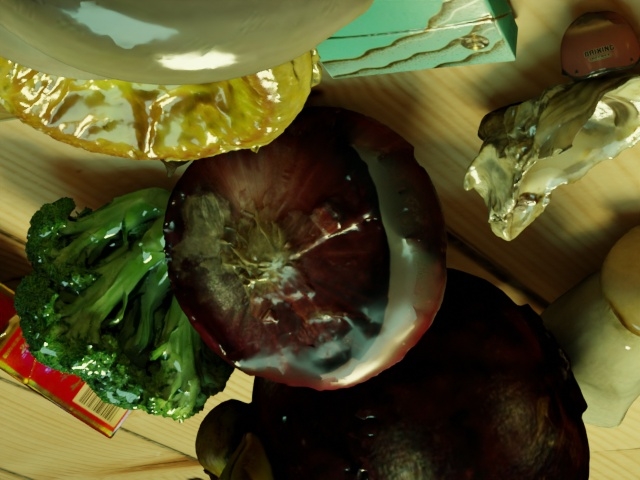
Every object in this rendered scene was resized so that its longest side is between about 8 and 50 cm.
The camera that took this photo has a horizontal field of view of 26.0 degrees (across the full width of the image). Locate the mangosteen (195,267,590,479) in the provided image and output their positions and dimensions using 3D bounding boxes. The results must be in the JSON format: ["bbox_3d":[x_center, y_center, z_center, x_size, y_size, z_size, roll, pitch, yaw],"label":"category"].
[{"bbox_3d":[0.068,0.204,1.444,0.421,0.381,0.381,-9,158,-10],"label":"mangosteen"}]

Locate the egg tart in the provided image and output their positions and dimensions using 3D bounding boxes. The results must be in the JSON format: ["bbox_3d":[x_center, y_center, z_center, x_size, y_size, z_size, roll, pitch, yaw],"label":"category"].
[{"bbox_3d":[-0.141,-0.164,1.095,0.295,0.116,0.295,7,154,3],"label":"egg tart"}]

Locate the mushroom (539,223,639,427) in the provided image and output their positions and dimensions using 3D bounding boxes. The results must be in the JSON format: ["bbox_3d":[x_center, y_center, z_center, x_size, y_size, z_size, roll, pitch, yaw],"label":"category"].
[{"bbox_3d":[0.316,0.105,1.540,0.154,0.137,0.407,27,154,9],"label":"mushroom"}]

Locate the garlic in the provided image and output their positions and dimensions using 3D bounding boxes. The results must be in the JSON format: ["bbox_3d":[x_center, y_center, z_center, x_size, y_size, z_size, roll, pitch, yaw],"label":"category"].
[{"bbox_3d":[-0.108,-0.201,0.864,0.340,0.245,0.231,10,165,-11],"label":"garlic"}]

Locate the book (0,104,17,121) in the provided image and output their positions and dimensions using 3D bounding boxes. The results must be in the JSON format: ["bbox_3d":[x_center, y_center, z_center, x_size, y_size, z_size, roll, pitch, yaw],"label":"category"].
[{"bbox_3d":[-0.344,-0.125,1.289,0.242,0.018,0.170,-6,177,27],"label":"book"}]

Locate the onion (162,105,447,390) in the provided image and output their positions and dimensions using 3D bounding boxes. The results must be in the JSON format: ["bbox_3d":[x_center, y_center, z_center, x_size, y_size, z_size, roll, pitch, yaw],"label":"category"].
[{"bbox_3d":[0.000,0.000,1.298,0.272,0.272,0.195,-1,-173,20],"label":"onion"}]

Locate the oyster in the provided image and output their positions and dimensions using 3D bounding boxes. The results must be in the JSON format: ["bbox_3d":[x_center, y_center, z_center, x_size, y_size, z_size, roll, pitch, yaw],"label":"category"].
[{"bbox_3d":[0.205,-0.092,1.170,0.161,0.107,0.233,-4,156,-33],"label":"oyster"}]

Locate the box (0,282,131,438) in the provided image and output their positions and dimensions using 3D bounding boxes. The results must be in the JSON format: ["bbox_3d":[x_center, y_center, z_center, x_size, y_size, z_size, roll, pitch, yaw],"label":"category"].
[{"bbox_3d":[-0.380,0.129,1.765,0.197,0.089,0.313,30,168,31],"label":"box"}]

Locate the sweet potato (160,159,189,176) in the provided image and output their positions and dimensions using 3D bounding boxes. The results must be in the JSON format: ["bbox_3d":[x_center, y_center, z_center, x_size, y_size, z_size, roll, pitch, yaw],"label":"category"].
[{"bbox_3d":[-0.144,-0.090,1.339,0.049,0.049,0.117,9,153,-4],"label":"sweet potato"}]

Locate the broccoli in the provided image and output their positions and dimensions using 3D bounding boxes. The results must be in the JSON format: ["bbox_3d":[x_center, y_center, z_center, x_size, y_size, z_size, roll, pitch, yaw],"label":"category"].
[{"bbox_3d":[-0.184,0.059,1.491,0.294,0.265,0.245,8,131,-29],"label":"broccoli"}]

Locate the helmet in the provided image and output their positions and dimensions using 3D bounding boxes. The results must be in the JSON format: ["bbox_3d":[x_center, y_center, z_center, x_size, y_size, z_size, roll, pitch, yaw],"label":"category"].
[{"bbox_3d":[0.217,-0.155,1.085,0.065,0.049,0.084,-14,-172,7],"label":"helmet"}]

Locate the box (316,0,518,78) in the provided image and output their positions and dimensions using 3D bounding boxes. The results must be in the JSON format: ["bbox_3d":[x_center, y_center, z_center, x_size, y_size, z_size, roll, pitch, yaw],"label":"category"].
[{"bbox_3d":[0.043,-0.200,1.043,0.162,0.041,0.229,-2,154,23],"label":"box"}]
